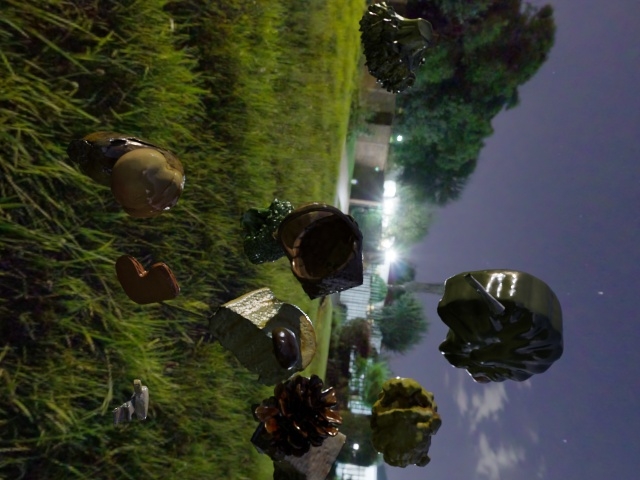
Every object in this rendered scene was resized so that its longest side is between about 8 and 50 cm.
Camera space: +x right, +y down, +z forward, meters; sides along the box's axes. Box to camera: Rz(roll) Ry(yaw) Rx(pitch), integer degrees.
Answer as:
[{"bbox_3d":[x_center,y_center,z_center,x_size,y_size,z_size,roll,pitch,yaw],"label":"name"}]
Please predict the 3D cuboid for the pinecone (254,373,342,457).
[{"bbox_3d":[-0.051,0.469,1.149,0.203,0.228,0.201,58,-41,10],"label":"pinecone"}]

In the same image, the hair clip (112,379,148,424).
[{"bbox_3d":[-0.664,0.574,1.507,0.218,0.071,0.159,154,-64,-86],"label":"hair clip"}]

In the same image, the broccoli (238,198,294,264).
[{"bbox_3d":[-0.259,-0.045,2.135,0.413,0.320,0.310,-68,140,-69],"label":"broccoli"}]

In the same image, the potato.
[{"bbox_3d":[-0.024,-0.054,1.845,0.237,0.300,0.289,-58,180,17],"label":"potato"}]

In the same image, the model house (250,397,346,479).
[{"bbox_3d":[-0.117,0.647,1.402,0.243,0.284,0.298,-48,-174,-34],"label":"model house"}]

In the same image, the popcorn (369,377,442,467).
[{"bbox_3d":[0.270,0.576,1.328,0.241,0.234,0.250,35,45,-43],"label":"popcorn"}]

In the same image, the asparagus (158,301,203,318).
[{"bbox_3d":[-0.593,0.268,1.698,0.025,0.248,0.024,-53,-153,23],"label":"asparagus"}]

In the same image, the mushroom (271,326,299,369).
[{"bbox_3d":[-0.113,0.323,1.262,0.127,0.087,0.127,-23,90,-85],"label":"mushroom"}]

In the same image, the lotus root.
[{"bbox_3d":[-0.651,-0.259,1.453,0.397,0.179,0.196,11,80,-52],"label":"lotus root"}]

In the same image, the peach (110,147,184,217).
[{"bbox_3d":[-0.459,-0.147,1.110,0.184,0.184,0.184,8,90,-89],"label":"peach"}]

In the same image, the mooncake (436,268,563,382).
[{"bbox_3d":[0.496,0.247,1.185,0.187,0.351,0.351,-59,162,-48],"label":"mooncake"}]

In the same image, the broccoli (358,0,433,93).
[{"bbox_3d":[0.290,-0.780,1.687,0.272,0.323,0.335,125,-18,-68],"label":"broccoli"}]

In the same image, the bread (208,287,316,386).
[{"bbox_3d":[-0.213,0.339,1.647,0.239,0.395,0.264,-37,-169,37],"label":"bread"}]

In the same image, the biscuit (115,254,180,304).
[{"bbox_3d":[-0.584,0.126,1.409,0.036,0.192,0.186,-73,150,-69],"label":"biscuit"}]

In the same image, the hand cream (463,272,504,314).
[{"bbox_3d":[0.284,0.094,0.731,0.019,0.093,0.030,-44,176,-6],"label":"hand cream"}]

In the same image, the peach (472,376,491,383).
[{"bbox_3d":[0.539,0.435,1.402,0.083,0.083,0.083,8,90,-89],"label":"peach"}]

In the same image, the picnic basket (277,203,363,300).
[{"bbox_3d":[0.000,0.000,1.520,0.337,0.292,0.338,-20,90,-74],"label":"picnic basket"}]
